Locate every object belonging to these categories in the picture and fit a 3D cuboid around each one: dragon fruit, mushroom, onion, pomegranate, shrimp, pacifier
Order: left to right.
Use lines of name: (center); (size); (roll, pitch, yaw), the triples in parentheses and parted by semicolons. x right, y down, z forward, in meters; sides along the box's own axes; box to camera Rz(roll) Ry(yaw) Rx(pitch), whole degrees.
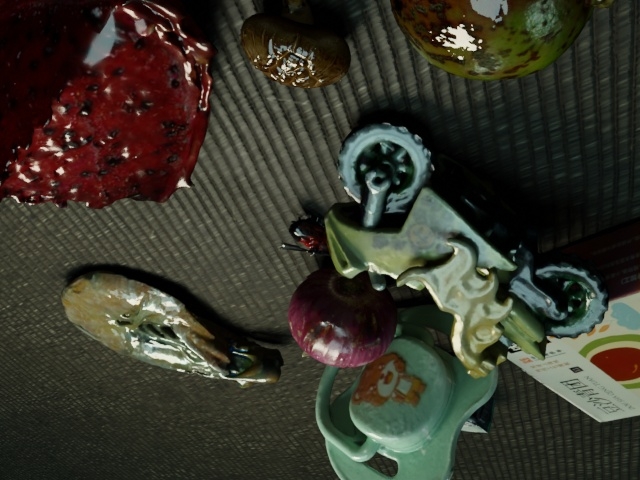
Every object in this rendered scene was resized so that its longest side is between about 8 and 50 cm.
dragon fruit: (-0.254, -0.217, 0.925); (0.286, 0.228, 0.329); (2, 139, -48)
shrimp: (-0.280, 0.171, 1.482); (0.445, 0.110, 0.221); (21, 136, -6)
mushroom: (-0.028, -0.213, 0.859); (0.126, 0.085, 0.109); (15, 147, 8)
onion: (0.037, 0.122, 1.240); (0.177, 0.177, 0.154); (-3, 133, 20)
pacifier: (0.154, 0.280, 1.316); (0.288, 0.343, 0.269); (26, 164, 36)
pomegranate: (0.137, -0.260, 0.684); (0.246, 0.198, 0.198); (54, 142, 9)

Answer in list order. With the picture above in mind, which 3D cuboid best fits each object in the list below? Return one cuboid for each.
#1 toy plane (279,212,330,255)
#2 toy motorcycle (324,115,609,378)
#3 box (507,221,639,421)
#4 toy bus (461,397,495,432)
toy plane: (0.000, 0.000, 1.181); (0.145, 0.060, 0.037); (19, 148, -37)
toy motorcycle: (0.172, 0.021, 1.031); (0.410, 0.169, 0.237); (36, 128, -3)
box: (0.497, 0.124, 1.154); (0.344, 0.122, 0.385); (33, 140, -29)
toy bus: (0.240, 0.293, 1.507); (0.109, 0.091, 0.261); (-10, 140, 45)
